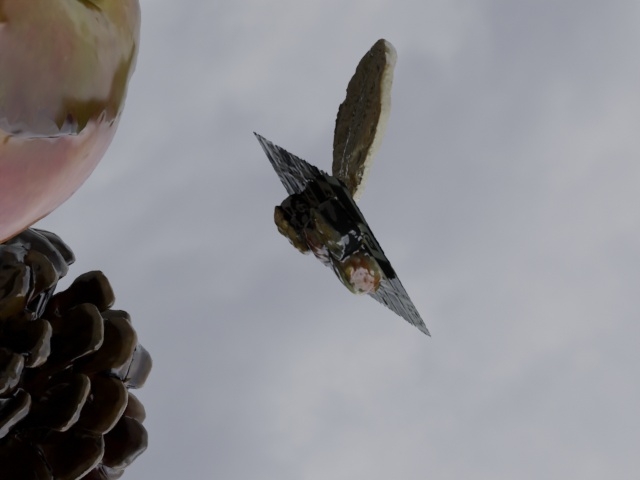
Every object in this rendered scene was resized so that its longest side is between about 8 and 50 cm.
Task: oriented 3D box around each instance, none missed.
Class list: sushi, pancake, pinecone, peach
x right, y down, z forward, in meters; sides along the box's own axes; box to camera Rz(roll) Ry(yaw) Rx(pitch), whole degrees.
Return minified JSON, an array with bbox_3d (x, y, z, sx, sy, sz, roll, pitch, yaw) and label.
[{"bbox_3d":[0.000,0.000,1.370,0.031,0.139,0.201,-35,-157,-10],"label":"sushi"},{"bbox_3d":[0.036,-0.099,1.628,0.151,0.025,0.151,-164,-90,-78],"label":"pancake"},{"bbox_3d":[-0.399,0.158,2.043,0.398,0.398,0.397,-37,-151,25],"label":"pinecone"},{"bbox_3d":[-0.320,-0.136,1.319,0.370,0.370,0.370,-37,-151,25],"label":"peach"}]
